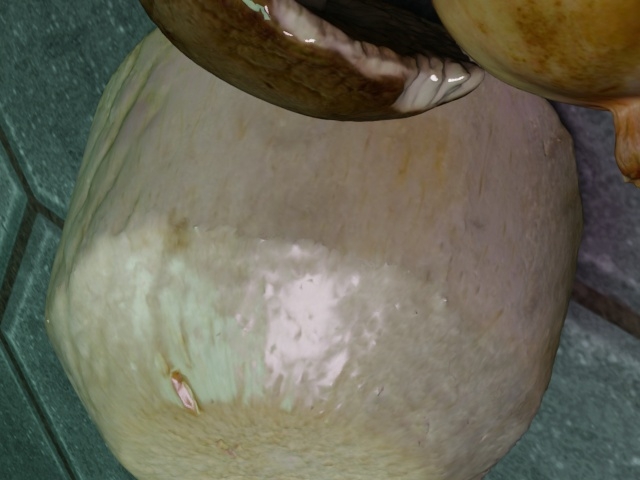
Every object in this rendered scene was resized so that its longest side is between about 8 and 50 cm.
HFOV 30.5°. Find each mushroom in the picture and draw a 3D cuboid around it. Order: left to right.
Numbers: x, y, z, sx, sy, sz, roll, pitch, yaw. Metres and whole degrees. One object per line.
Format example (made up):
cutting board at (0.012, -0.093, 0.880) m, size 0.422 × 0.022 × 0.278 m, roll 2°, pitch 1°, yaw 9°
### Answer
mushroom at (-0.010, -0.219, 0.672) m, size 0.208 × 0.233 × 0.301 m, roll 0°, pitch 95°, yaw 12°

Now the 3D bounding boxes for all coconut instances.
coconut at (0.000, 0.000, 0.891) m, size 0.415 × 0.415 × 0.344 m, roll 36°, pitch 153°, yaw 28°

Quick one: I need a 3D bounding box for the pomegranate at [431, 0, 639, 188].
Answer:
pomegranate at (0.169, -0.161, 0.581) m, size 0.229 × 0.252 × 0.270 m, roll 4°, pitch 85°, yaw 41°
